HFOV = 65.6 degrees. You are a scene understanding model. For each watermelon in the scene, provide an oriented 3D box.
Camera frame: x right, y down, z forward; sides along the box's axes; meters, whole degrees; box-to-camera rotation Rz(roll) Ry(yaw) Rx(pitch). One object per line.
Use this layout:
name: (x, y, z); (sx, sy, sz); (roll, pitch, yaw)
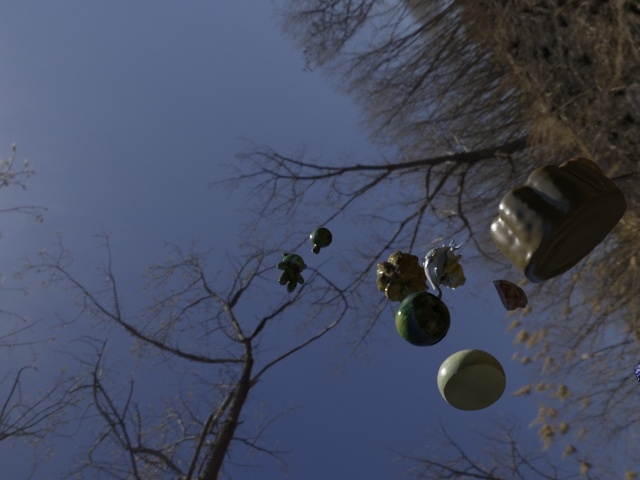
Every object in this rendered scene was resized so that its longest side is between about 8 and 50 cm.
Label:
watermelon: (0.359, 0.261, 1.703); (0.188, 0.214, 0.188); (37, -166, -11)
watermelon: (0.795, 0.235, 2.050); (0.187, 0.071, 0.139); (37, -136, -9)

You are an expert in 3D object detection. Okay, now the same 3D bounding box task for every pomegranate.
pomegranate: (0.004, -0.001, 1.570); (0.073, 0.073, 0.084); (24, -132, -40)

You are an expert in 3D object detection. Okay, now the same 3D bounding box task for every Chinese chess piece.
Chinese chess piece: (0.570, 0.527, 1.878); (0.250, 0.250, 0.101); (40, -160, -21)

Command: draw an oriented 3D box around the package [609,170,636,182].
package: (0.980, -0.203, 1.620); (0.110, 0.037, 0.015); (-14, -119, -15)

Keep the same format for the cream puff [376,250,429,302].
cream puff: (0.368, 0.169, 2.251); (0.244, 0.244, 0.196); (-90, -22, -45)

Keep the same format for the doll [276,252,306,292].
doll: (-0.091, 0.103, 1.647); (0.115, 0.077, 0.150); (34, -138, -18)

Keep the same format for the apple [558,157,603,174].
apple: (1.020, -0.233, 1.969); (0.188, 0.174, 0.188); (47, -173, -7)

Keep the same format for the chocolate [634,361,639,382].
chocolate: (1.223, 0.408, 1.744); (0.343, 0.126, 0.148); (78, 179, -54)

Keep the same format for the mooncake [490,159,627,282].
mooncake: (0.704, -0.060, 1.493); (0.378, 0.378, 0.201); (15, -147, -46)

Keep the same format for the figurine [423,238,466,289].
figurine: (0.484, 0.096, 1.896); (0.184, 0.208, 0.128); (29, -177, -11)
